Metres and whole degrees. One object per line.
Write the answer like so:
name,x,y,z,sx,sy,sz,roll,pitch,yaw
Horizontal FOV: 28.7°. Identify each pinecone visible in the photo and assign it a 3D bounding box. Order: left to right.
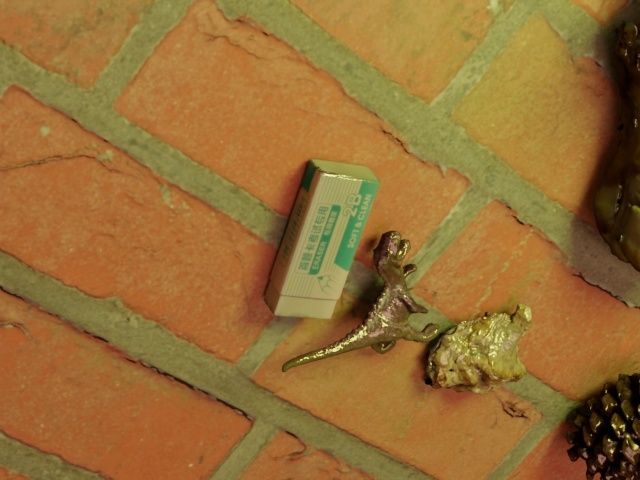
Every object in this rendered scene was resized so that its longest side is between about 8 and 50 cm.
pinecone,0.515,0.317,2.059,0.184,0.179,0.204,25,135,-22

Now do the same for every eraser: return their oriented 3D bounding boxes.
eraser,0.000,0.000,1.717,0.095,0.052,0.225,6,116,-29

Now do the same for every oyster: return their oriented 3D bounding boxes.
oyster,0.252,0.172,1.917,0.163,0.081,0.191,24,105,-28

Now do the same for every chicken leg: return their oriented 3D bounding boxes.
chicken leg,0.484,-0.121,1.788,0.153,0.201,0.429,-46,131,-48

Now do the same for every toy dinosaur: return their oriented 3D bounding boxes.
toy dinosaur,0.068,0.117,1.788,0.251,0.072,0.200,-47,135,0
